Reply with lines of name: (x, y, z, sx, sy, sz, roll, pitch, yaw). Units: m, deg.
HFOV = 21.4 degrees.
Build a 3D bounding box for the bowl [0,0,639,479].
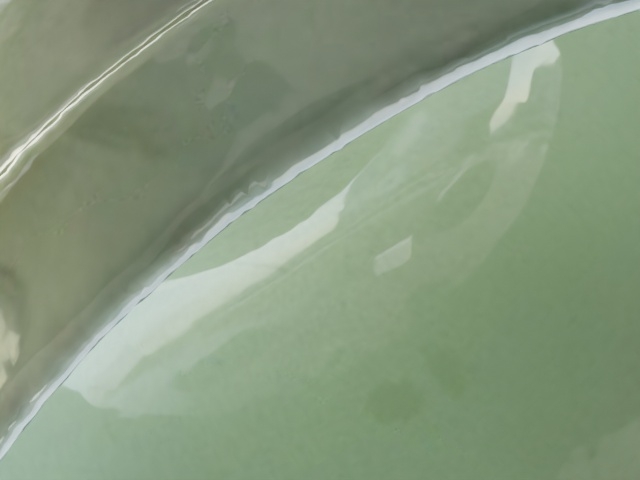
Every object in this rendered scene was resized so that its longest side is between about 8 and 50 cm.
bowl: (0.000, 0.000, 0.482, 0.307, 0.307, 0.163, -34, -119, -6)
